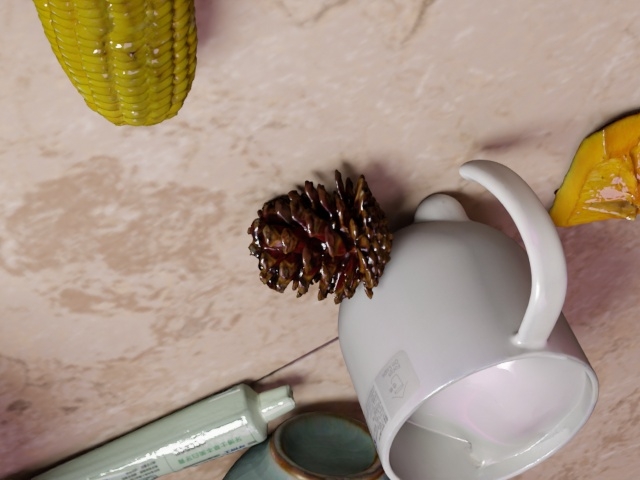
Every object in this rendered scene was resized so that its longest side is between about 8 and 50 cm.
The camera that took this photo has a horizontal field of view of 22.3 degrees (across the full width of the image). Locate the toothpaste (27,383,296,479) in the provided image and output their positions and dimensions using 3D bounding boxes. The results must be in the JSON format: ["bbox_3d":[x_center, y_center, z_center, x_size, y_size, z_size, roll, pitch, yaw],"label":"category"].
[{"bbox_3d":[-0.117,0.144,1.077,0.218,0.041,0.064,-24,149,8],"label":"toothpaste"}]

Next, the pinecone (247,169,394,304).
[{"bbox_3d":[0.000,0.000,0.929,0.083,0.077,0.077,-7,142,-2],"label":"pinecone"}]

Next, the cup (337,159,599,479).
[{"bbox_3d":[0.075,0.045,0.962,0.134,0.142,0.173,-20,143,-2],"label":"cup"}]

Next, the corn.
[{"bbox_3d":[-0.100,-0.138,0.707,0.080,0.080,0.231,-17,145,-8],"label":"corn"}]

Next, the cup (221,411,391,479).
[{"bbox_3d":[-0.004,0.199,1.106,0.199,0.199,0.150,-5,122,-22],"label":"cup"}]

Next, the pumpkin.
[{"bbox_3d":[0.188,-0.038,1.007,0.073,0.035,0.101,-5,142,-17],"label":"pumpkin"}]
